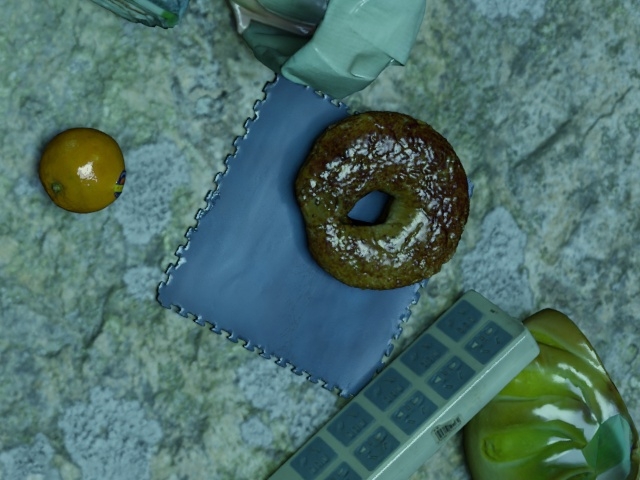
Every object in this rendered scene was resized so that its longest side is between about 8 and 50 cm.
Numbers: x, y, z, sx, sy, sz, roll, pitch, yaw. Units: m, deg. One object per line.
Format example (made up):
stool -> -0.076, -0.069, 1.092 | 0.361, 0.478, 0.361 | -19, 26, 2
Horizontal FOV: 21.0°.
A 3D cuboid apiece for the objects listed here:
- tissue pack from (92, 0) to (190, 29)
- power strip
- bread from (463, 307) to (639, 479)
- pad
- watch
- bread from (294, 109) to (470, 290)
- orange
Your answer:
tissue pack -> -0.224, -0.357, 1.524 | 0.310, 0.128, 0.228 | 26, 86, -26
power strip -> 0.066, 0.196, 1.750 | 0.367, 0.106, 0.043 | -43, 130, -9
bread -> 0.235, 0.218, 1.813 | 0.156, 0.158, 0.261 | -28, 107, -13
pad -> 0.000, 0.000, 1.749 | 0.269, 0.012, 0.270 | 31, 87, -25
watch -> 0.014, -0.261, 1.584 | 0.161, 0.241, 0.253 | 13, 93, -23
bread -> 0.066, -0.039, 1.730 | 0.193, 0.064, 0.193 | -4, 103, -20
orange -> -0.221, -0.064, 1.603 | 0.083, 0.083, 0.084 | -4, 101, -23
